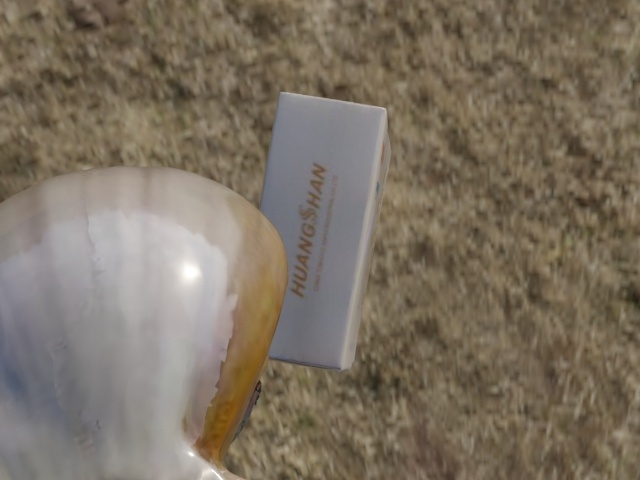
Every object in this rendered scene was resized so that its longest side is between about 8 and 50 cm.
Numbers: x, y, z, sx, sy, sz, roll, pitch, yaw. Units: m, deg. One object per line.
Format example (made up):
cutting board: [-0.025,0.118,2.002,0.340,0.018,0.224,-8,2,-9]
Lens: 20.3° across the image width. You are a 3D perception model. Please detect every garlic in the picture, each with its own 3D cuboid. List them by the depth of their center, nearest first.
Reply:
garlic: [-0.028,0.103,0.444,0.256,0.207,0.207,20,59,-29]

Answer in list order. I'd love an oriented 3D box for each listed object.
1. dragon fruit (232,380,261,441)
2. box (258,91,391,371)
dragon fruit: [-0.071,0.098,1.002,0.056,0.083,0.060,33,66,-2]
box: [0.000,0.000,1.078,0.067,0.233,0.150,7,88,3]
